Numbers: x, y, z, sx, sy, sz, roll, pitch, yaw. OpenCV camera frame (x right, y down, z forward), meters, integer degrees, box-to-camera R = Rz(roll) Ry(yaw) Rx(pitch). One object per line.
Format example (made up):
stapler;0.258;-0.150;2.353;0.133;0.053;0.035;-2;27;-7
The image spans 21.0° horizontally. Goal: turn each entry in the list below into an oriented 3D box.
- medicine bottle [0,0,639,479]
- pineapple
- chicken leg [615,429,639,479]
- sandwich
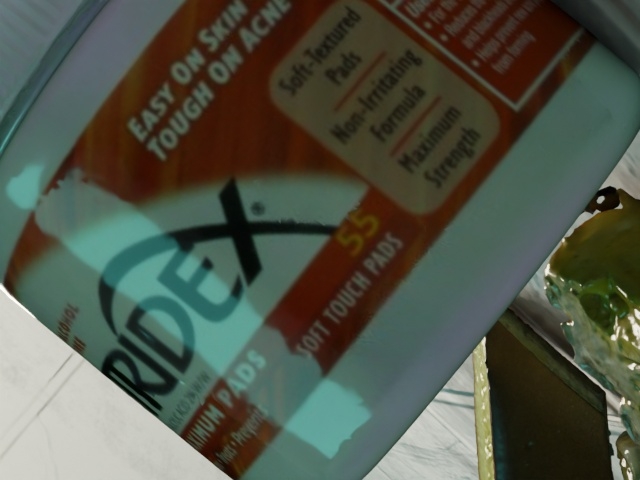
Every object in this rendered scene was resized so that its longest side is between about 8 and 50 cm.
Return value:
medicine bottle;-0.020;-0.041;0.767;0.241;0.252;0.252;39;166;3
pineapple;0.207;0.070;0.830;0.236;0.114;0.186;43;166;0
chicken leg;0.270;0.243;1.145;0.201;0.153;0.429;49;169;45
sandwich;0.151;0.161;1.144;0.094;0.096;0.258;-73;-23;-80
